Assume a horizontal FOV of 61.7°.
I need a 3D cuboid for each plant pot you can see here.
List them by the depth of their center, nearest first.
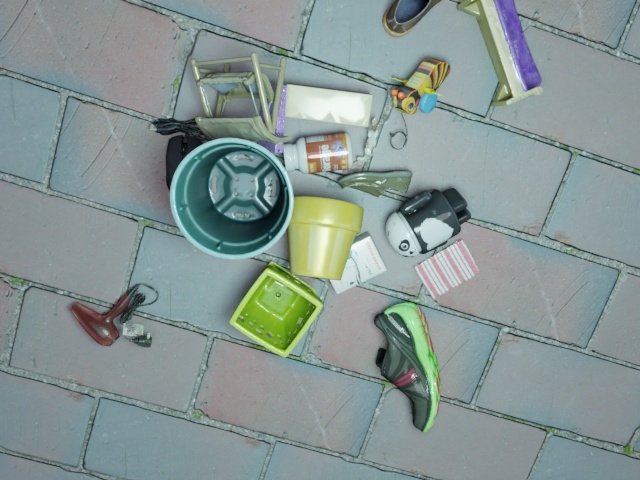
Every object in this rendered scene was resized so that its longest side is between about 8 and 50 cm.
[{"bbox_3d":[-0.249,-0.146,1.645,0.342,0.334,0.340,0,102,-1],"label":"plant pot"},{"bbox_3d":[0.000,0.000,1.700,0.254,0.254,0.238,7,85,-4],"label":"plant pot"},{"bbox_3d":[-0.144,0.212,1.793,0.227,0.207,0.228,34,99,-8],"label":"plant pot"}]

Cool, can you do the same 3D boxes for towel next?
[{"bbox_3d":[0.443,0.100,1.885,0.197,0.029,0.144,-31,102,7],"label":"towel"}]

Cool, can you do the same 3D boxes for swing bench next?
[{"bbox_3d":[-0.241,-0.418,1.615,0.253,0.165,0.254,7,104,33],"label":"swing bench"}]

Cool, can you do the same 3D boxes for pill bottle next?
[{"bbox_3d":[-0.009,-0.279,1.734,0.216,0.121,0.121,-7,103,0],"label":"pill bottle"}]

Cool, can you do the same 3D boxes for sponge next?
[{"bbox_3d":[-0.154,-0.388,1.709,0.031,0.117,0.210,-4,105,-34],"label":"sponge"}]

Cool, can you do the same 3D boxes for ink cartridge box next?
[{"bbox_3d":[0.110,0.076,1.837,0.191,0.082,0.139,-26,101,6],"label":"ink cartridge box"}]

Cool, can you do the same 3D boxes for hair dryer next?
[{"bbox_3d":[-0.717,0.257,1.864,0.294,0.080,0.223,4,86,-9],"label":"hair dryer"}]

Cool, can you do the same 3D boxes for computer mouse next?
[{"bbox_3d":[-0.453,-0.261,1.746,0.189,0.072,0.272,0,102,-3],"label":"computer mouse"}]

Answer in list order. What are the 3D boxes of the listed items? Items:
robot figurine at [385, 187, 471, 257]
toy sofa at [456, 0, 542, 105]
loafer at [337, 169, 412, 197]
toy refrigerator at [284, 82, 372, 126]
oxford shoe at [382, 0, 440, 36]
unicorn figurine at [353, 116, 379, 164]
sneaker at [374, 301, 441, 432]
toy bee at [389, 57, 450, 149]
[{"bbox_3d":[0.351,-0.057,1.769,0.278,0.173,0.209,-29,94,4],"label":"robot figurine"},{"bbox_3d":[0.581,-0.614,1.669,0.177,0.150,0.362,-23,102,4],"label":"toy sofa"},{"bbox_3d":[0.182,-0.185,1.775,0.251,0.094,0.087,-3,98,-2],"label":"loafer"},{"bbox_3d":[0.023,-0.435,1.718,0.270,0.094,0.102,6,108,-3],"label":"toy refrigerator"},{"bbox_3d":[0.341,-0.780,1.630,0.130,0.132,0.363,37,98,-9],"label":"oxford shoe"},{"bbox_3d":[0.158,-0.313,1.752,0.060,0.111,0.161,30,85,2],"label":"unicorn figurine"},{"bbox_3d":[0.308,0.448,1.902,0.202,0.185,0.482,-11,100,19],"label":"sneaker"},{"bbox_3d":[0.298,-0.452,1.671,0.195,0.162,0.298,8,79,33],"label":"toy bee"}]
